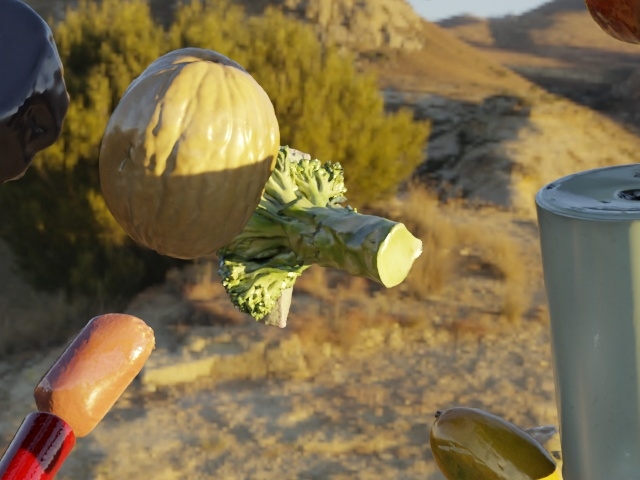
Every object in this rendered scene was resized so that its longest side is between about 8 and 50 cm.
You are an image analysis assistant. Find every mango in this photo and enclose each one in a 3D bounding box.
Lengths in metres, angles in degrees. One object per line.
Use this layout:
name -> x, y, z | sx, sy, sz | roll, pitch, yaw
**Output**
mango -> 0.199, 0.249, 1.193 | 0.190, 0.098, 0.075 | 38, -22, 12

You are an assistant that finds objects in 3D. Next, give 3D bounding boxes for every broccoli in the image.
broccoli -> -0.020, 0.008, 1.559 | 0.252, 0.221, 0.361 | -26, 25, -11

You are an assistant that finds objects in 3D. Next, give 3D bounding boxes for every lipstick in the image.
lipstick -> -0.393, 0.322, 1.395 | 0.080, 0.080, 0.241 | 5, 36, 14

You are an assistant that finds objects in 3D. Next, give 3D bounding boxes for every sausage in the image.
sausage -> -0.412, 0.239, 1.980 | 0.148, 0.254, 0.148 | 31, -15, 9

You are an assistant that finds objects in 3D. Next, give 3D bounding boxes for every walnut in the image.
walnut -> -0.162, -0.101, 1.342 | 0.225, 0.261, 0.225 | 18, 18, -6

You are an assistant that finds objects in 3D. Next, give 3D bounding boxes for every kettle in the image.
kettle -> 0.329, 0.087, 1.130 | 0.205, 0.318, 0.265 | -10, 16, -3

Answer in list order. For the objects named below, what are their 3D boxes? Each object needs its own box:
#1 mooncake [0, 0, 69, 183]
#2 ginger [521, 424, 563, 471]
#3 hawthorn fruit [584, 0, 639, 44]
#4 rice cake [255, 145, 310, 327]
mooncake -> -0.480, -0.199, 1.497 | 0.283, 0.283, 0.141 | 5, -29, 8
ginger -> 0.349, 0.388, 1.421 | 0.304, 0.244, 0.155 | 25, -4, 2
hawthorn fruit -> 0.401, -0.318, 1.127 | 0.242, 0.271, 0.242 | 9, 28, -5
rice cake -> -0.075, -0.005, 2.079 | 0.070, 0.399, 0.064 | 17, 33, 13
